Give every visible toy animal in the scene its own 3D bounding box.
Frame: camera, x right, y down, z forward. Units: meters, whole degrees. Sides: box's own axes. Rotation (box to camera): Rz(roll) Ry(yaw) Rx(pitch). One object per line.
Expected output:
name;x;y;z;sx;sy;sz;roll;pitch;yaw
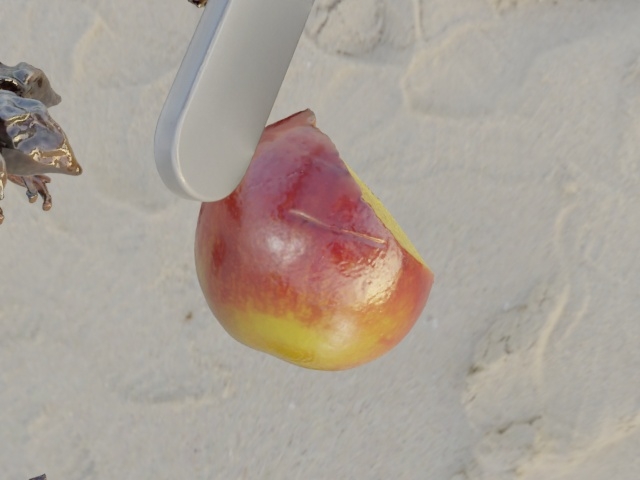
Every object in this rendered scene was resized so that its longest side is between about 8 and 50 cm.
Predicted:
toy animal;-0.483;-0.103;1.539;0.224;0.066;0.230;-22;61;-40

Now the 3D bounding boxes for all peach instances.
peach;0.000;0.000;0.915;0.190;0.192;0.190;17;26;-8

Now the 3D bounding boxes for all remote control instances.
remote control;-0.042;-0.139;0.758;0.022;0.077;0.245;11;74;34

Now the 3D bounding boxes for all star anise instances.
star anise;-0.301;-0.092;0.854;0.262;0.081;0.230;6;44;-5

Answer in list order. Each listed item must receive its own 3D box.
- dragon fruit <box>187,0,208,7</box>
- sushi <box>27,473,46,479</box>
dragon fruit;-0.131;-0.497;1.749;0.314;0.263;0.296;-28;115;-1
sushi;-0.147;0.198;0.722;0.055;0.052;0.120;-29;86;-5
